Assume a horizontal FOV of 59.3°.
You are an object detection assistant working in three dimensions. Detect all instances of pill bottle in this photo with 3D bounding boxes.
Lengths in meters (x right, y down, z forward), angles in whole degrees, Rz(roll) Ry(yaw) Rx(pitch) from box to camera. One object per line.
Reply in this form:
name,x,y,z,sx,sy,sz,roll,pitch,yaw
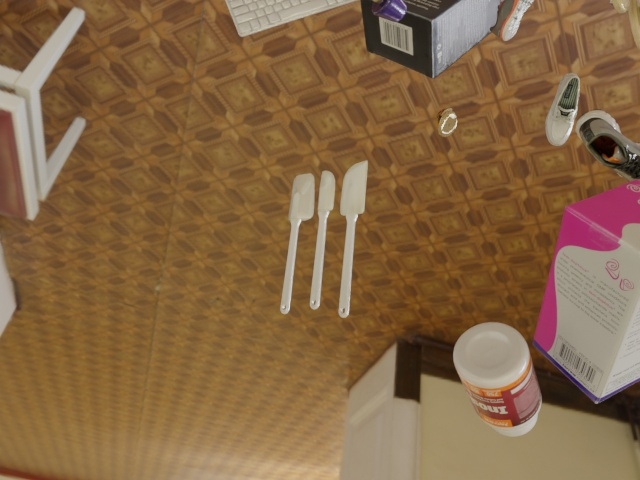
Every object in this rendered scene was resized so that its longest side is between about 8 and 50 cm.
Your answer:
pill bottle,0.220,0.175,0.685,0.086,0.086,0.152,-10,133,24

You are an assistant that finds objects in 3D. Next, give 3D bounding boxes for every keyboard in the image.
keyboard,0.012,-0.314,0.683,0.256,0.072,0.014,-20,161,-6

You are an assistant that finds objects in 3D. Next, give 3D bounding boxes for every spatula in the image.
spatula,0.000,0.000,0.891,0.168,0.242,0.019,-4,165,39

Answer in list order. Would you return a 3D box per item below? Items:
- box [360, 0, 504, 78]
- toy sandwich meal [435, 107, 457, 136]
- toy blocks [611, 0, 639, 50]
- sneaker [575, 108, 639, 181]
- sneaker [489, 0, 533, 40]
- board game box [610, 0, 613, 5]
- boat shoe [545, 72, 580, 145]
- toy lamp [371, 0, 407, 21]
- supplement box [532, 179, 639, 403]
box,0.373,-0.751,1.815,0.293,0.395,0.212,36,157,33
toy sandwich meal,0.370,-0.349,1.665,0.029,0.085,0.085,34,166,46
toy blocks,0.310,-0.207,0.424,0.148,0.054,0.123,-8,164,42
sneaker,0.721,-0.196,1.339,0.272,0.108,0.100,31,134,-10
sneaker,0.431,-0.535,1.265,0.061,0.065,0.158,5,117,-51
board game box,0.898,-0.769,1.566,0.136,0.201,0.035,12,-166,41
boat shoe,0.761,-0.408,1.768,0.083,0.076,0.226,6,109,13
toy lamp,0.092,-0.615,1.344,0.275,0.080,0.080,22,142,-28
supplement box,0.338,0.060,0.642,0.114,0.111,0.220,-20,131,-17
